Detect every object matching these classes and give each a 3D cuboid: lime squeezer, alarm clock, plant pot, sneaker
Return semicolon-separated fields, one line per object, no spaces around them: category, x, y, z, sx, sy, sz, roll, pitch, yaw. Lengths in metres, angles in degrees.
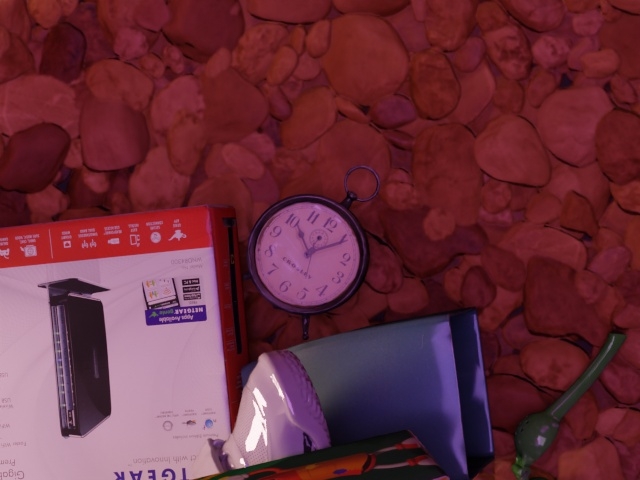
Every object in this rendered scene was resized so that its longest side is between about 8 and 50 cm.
lime squeezer;0.255;0.249;1.624;0.110;0.059;0.310;6;89;-25
alarm clock;0.000;0.000;1.644;0.129;0.064;0.192;38;97;6
plant pot;0.046;0.166;1.591;0.234;0.165;0.166;-7;88;15
sneaker;-0.115;0.280;1.468;0.210;0.137;0.366;-2;116;-24

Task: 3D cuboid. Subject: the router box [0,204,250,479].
router box;-0.243;0.127;1.638;0.335;0.082;0.301;-6;89;16

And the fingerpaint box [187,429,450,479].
fingerpaint box;-0.043;0.434;1.363;0.371;0.163;0.445;-13;101;-8
